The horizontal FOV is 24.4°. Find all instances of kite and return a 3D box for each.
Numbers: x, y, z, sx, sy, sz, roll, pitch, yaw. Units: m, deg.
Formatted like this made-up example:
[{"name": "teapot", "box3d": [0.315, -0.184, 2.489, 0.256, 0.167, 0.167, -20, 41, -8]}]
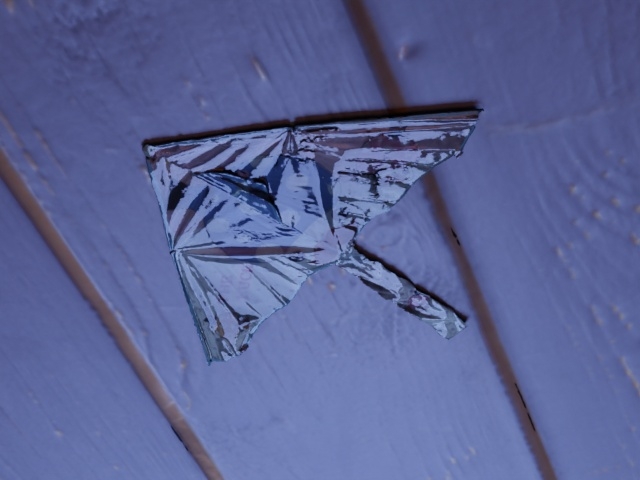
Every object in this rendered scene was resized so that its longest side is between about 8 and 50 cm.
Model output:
[{"name": "kite", "box3d": [0.000, 0.000, 1.116, 0.314, 0.011, 0.335, 29, 127, -27]}]
